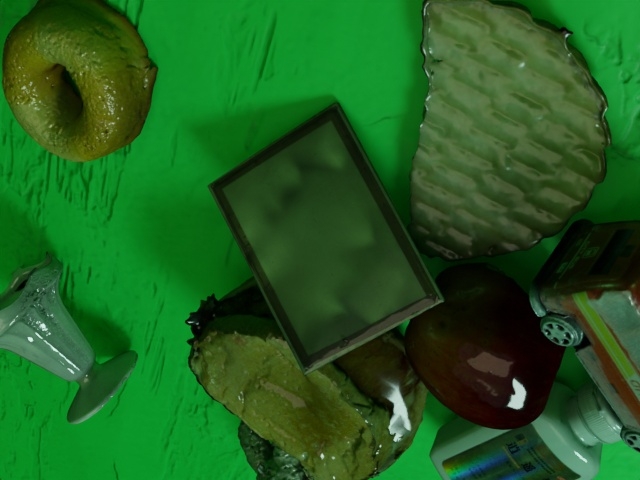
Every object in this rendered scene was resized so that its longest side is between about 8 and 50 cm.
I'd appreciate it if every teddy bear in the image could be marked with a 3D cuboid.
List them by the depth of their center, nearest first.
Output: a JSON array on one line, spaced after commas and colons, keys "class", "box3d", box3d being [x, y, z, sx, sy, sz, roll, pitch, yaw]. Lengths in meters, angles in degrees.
[{"class": "teddy bear", "box3d": [-0.024, 0.325, 1.052, 0.133, 0.111, 0.213, -24, 108, 38]}]

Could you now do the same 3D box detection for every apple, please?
[{"class": "apple", "box3d": [0.167, 0.109, 0.809, 0.158, 0.147, 0.156, 19, 148, 12]}]

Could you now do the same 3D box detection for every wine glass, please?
[{"class": "wine glass", "box3d": [-0.359, 0.135, 1.054, 0.165, 0.165, 0.196, -25, 116, 34]}]

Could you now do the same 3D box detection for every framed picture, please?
[{"class": "framed picture", "box3d": [0.000, 0.000, 0.804, 0.173, 0.010, 0.231, -29, 81, 18]}]

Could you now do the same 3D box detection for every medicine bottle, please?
[{"class": "medicine bottle", "box3d": [0.242, 0.227, 0.888, 0.121, 0.083, 0.229, 46, 126, -6]}]

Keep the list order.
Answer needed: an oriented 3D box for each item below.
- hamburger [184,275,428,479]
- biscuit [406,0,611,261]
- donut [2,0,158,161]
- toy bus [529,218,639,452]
[{"class": "hamburger", "box3d": [-0.003, 0.149, 0.913, 0.309, 0.132, 0.211, 45, 127, -9]}, {"class": "biscuit", "box3d": [0.175, -0.091, 0.739, 0.187, 0.036, 0.274, 14, 125, 15]}, {"class": "donut", "box3d": [-0.274, -0.171, 0.861, 0.174, 0.075, 0.190, 39, 129, -4]}, {"class": "toy bus", "box3d": [0.315, 0.105, 0.732, 0.265, 0.121, 0.120, 53, 148, -16]}]
